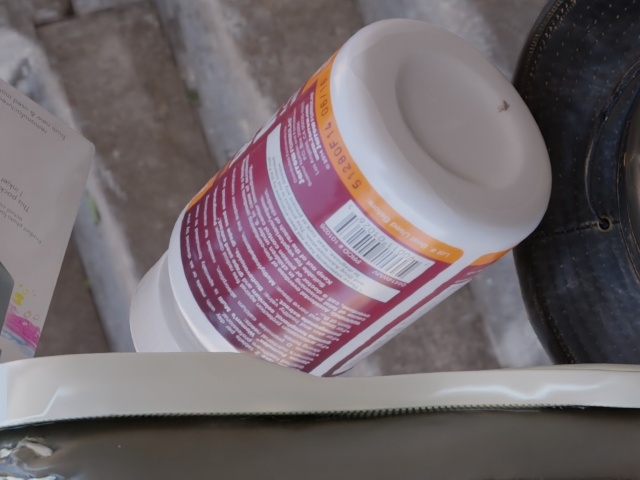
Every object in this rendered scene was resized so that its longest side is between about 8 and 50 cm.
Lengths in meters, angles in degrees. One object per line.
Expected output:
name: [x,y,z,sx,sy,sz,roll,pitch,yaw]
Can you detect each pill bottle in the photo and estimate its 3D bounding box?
pill bottle: [0.000,0.000,0.680,0.221,0.121,0.121,-41,67,42]

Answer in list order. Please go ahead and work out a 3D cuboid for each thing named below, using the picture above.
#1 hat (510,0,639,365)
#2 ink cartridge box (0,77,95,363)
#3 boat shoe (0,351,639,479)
hat: [0.234,-0.025,0.657,0.134,0.331,0.331,-9,-101,-77]
ink cartridge box: [-0.261,0.081,0.756,0.207,0.119,0.353,-32,33,33]
boat shoe: [0.038,0.087,0.439,0.109,0.305,0.091,114,157,-75]
